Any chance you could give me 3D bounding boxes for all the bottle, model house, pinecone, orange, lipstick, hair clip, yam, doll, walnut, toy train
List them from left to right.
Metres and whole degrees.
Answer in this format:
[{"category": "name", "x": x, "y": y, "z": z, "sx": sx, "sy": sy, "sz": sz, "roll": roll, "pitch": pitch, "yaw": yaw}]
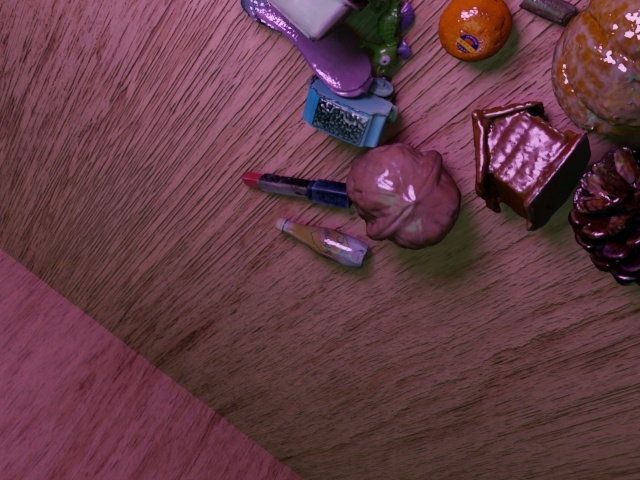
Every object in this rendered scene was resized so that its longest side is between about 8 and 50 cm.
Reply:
[{"category": "lipstick", "x": -0.063, "y": -0.141, "z": 1.589, "sx": 0.311, "sy": 0.051, "sz": 0.051, "roll": 11, "pitch": 133, "yaw": 20}, {"category": "hair clip", "x": -0.026, "y": -0.432, "z": 1.268, "sx": 0.358, "sy": 0.110, "sz": 0.096, "roll": 36, "pitch": 131, "yaw": 12}, {"category": "bottle", "x": 0.000, "y": 0.000, "z": 1.654, "sx": 0.269, "sy": 0.083, "sz": 0.083, "roll": 21, "pitch": 135, "yaw": 11}, {"category": "toy train", "x": 0.066, "y": -0.294, "z": 1.308, "sx": 0.203, "sy": 0.163, "sz": 0.112, "roll": 22, "pitch": 136, "yaw": 8}, {"category": "doll", "x": 0.132, "y": -0.423, "z": 1.204, "sx": 0.050, "sy": 0.115, "sz": 0.190, "roll": 52, "pitch": 153, "yaw": 39}, {"category": "walnut", "x": 0.187, "y": -0.101, "z": 1.350, "sx": 0.226, "sy": 0.273, "sz": 0.273, "roll": -26, "pitch": 121, "yaw": -4}, {"category": "orange", "x": 0.293, "y": -0.405, "z": 1.132, "sx": 0.135, "sy": 0.118, "sz": 0.136, "roll": 23, "pitch": 149, "yaw": 15}, {"category": "model house", "x": 0.414, "y": -0.168, "z": 1.260, "sx": 0.220, "sy": 0.199, "sz": 0.229, "roll": -48, "pitch": 64, "yaw": 9}, {"category": "yam", "x": 0.416, "y": -0.429, "z": 1.100, "sx": 0.094, "sy": 0.043, "sz": 0.043, "roll": 27, "pitch": 135, "yaw": 4}, {"category": "pinecone", "x": 0.644, "y": -0.049, "z": 1.178, "sx": 0.295, "sy": 0.242, "sz": 0.298, "roll": 33, "pitch": 122, "yaw": -16}, {"category": "orange", "x": 0.558, "y": -0.318, "z": 1.015, "sx": 0.270, "sy": 0.210, "sz": 0.369, "roll": 34, "pitch": 133, "yaw": -1}]

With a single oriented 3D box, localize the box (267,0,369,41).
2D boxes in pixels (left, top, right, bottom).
[{"category": "box", "x": -0.007, "y": -0.491, "z": 1.087, "sx": 0.220, "sy": 0.291, "sz": 0.166, "roll": 39, "pitch": 114, "yaw": -10}]
